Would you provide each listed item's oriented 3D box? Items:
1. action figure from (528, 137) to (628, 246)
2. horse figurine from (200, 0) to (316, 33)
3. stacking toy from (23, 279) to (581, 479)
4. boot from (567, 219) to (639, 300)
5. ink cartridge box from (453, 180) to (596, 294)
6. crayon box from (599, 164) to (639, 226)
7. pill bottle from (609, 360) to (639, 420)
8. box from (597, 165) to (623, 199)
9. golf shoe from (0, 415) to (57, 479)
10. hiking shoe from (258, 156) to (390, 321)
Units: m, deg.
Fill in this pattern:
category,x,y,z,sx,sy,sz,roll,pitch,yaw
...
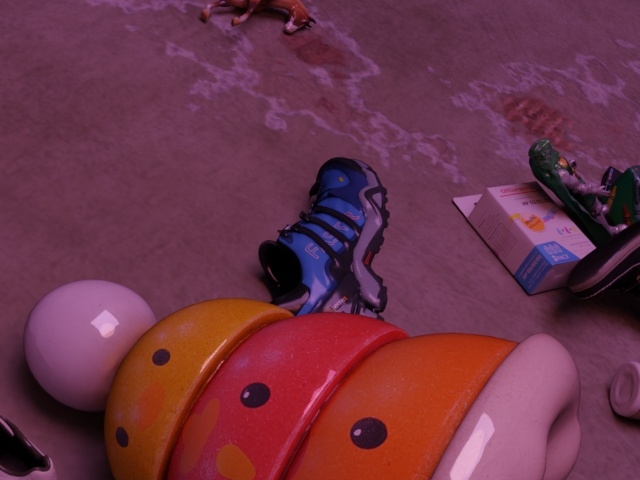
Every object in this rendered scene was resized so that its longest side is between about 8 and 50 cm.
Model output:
category,x,y,z,sx,sy,sz,roll,pitch,yaw
action figure,0.344,-0.071,1.386,0.232,0.063,0.137,36,14,-44
horse figurine,-0.145,-0.400,1.542,0.263,0.066,0.174,42,46,14
stacking toy,-0.060,0.167,0.839,0.480,0.350,0.350,22,35,23
boot,0.426,0.071,1.299,0.236,0.085,0.178,-28,89,-42
ink cartridge box,0.274,-0.019,1.365,0.104,0.061,0.181,-9,51,-38
crayon box,0.566,-0.028,1.517,0.278,0.081,0.165,-5,58,-35
pill bottle,0.413,0.189,1.211,0.120,0.067,0.067,16,40,-14
box,0.467,-0.074,1.576,0.067,0.018,0.083,31,39,3
golf shoe,-0.280,0.155,0.826,0.176,0.086,0.069,33,40,9
hiking shoe,0.000,0.000,1.140,0.132,0.113,0.304,17,40,-15
